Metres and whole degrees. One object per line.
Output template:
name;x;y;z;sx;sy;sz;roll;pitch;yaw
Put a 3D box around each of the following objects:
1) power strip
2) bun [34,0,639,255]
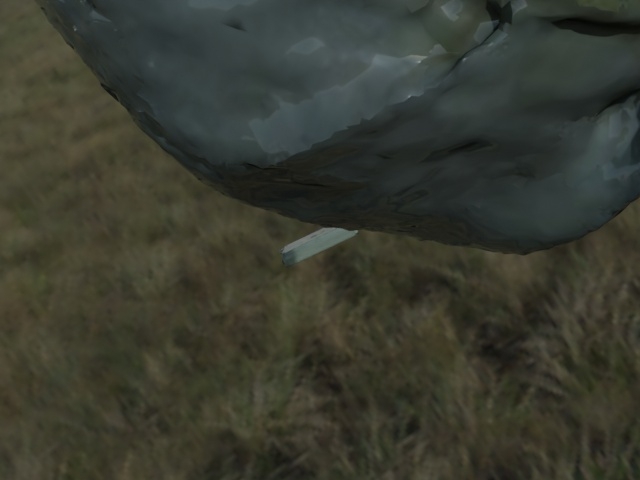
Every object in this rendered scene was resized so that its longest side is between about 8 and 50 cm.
power strip;0.000;0.000;1.351;0.090;0.016;0.040;-26;11;9
bun;0.066;-0.150;0.429;0.362;0.362;0.211;-32;35;7
